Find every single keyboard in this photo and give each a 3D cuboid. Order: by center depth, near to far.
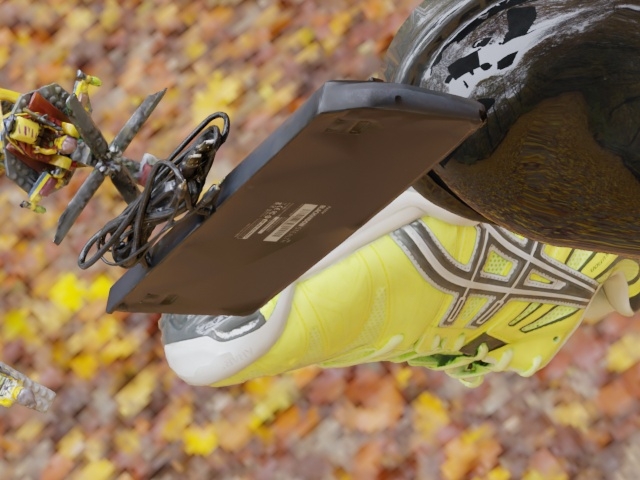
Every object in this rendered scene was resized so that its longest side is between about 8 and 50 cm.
[{"bbox_3d":[-0.026,-0.023,0.766,0.192,0.100,0.038,-40,54,49],"label":"keyboard"}]

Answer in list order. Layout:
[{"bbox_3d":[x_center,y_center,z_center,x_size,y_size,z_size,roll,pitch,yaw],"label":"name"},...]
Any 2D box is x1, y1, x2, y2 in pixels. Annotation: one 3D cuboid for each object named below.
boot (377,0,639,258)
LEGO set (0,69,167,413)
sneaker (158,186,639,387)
[{"bbox_3d":[0.214,-0.016,0.781,0.348,0.131,0.260,3,23,-16],"label":"boot"},{"bbox_3d":[-0.223,0.004,0.982,0.192,0.255,0.331,15,65,38],"label":"LEGO set"},{"bbox_3d":[0.076,0.021,1.140,0.385,0.147,0.145,-22,5,-40],"label":"sneaker"}]
